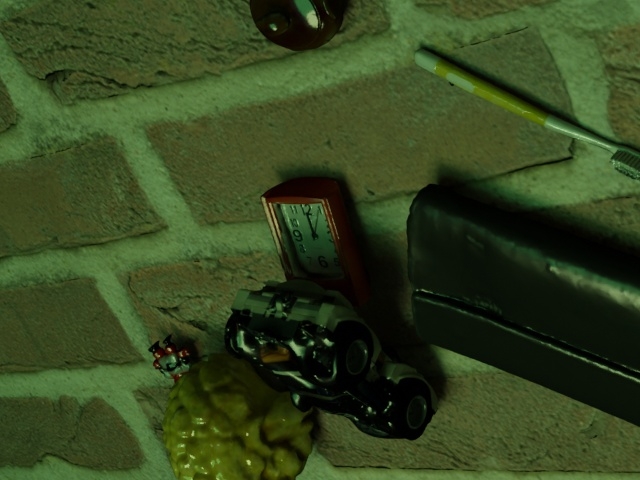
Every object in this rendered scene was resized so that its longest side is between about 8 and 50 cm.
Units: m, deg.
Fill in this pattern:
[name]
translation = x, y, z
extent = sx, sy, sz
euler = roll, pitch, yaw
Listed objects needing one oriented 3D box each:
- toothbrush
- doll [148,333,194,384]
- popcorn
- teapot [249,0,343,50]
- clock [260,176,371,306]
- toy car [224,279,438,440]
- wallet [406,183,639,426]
[toothbrush]
translation = 0.214, -0.131, 1.588
extent = 0.288, 0.024, 0.021
euler = 29, 140, 23
[doll]
translation = -0.184, 0.214, 2.239
extent = 0.109, 0.057, 0.169
euler = -28, 110, 33
[popcorn]
translation = -0.107, 0.264, 2.114
extent = 0.203, 0.226, 0.200
euler = -13, 132, 12
[teapot]
translation = -0.029, -0.249, 1.677
extent = 0.129, 0.078, 0.098
euler = -1, 121, 44
[clock]
translation = 0.000, 0.000, 1.882
extent = 0.113, 0.061, 0.155
euler = 3, 120, 42
[toy car]
translation = 0.019, 0.152, 1.889
extent = 0.193, 0.118, 0.301
euler = 7, 157, 40
[wallet]
translation = 0.279, 0.090, 1.683
extent = 0.406, 0.062, 0.228
euler = 22, 135, 30
